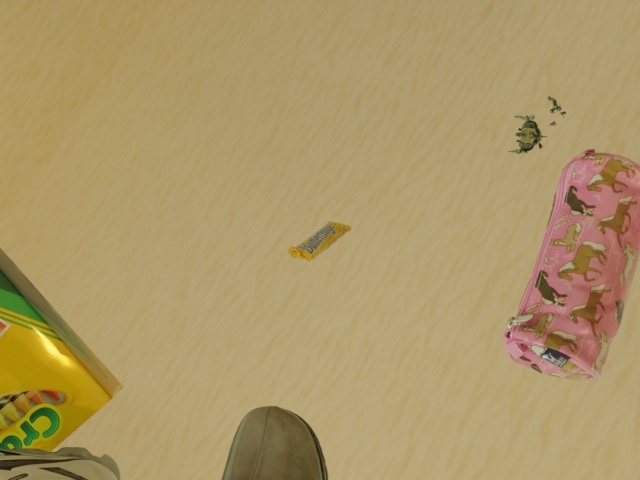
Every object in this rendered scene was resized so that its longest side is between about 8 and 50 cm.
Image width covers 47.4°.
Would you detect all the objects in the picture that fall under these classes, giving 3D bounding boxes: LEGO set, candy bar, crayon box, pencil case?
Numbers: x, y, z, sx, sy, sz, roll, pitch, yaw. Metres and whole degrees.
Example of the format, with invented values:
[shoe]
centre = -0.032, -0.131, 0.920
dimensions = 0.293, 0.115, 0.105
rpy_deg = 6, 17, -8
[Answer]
[LEGO set]
centre = 0.261, -0.133, 0.878
dimensions = 0.083, 0.054, 0.023
rpy_deg = -28, 158, 38
[candy bar]
centre = 0.000, 0.000, 1.062
dimensions = 0.040, 0.018, 0.161
rpy_deg = 17, -158, 18
[crayon box]
centre = -0.535, 0.225, 1.057
dimensions = 0.313, 0.363, 0.106
rpy_deg = 49, 175, -1
[pencil case]
centre = 0.443, 0.042, 1.240
dimensions = 0.160, 0.386, 0.167
rpy_deg = 12, 162, 41

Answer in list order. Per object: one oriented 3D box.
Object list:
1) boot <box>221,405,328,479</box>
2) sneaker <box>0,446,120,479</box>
[boot]
centre = -0.059, 0.206, 0.474
dimensions = 0.083, 0.246, 0.161
rpy_deg = -1, 147, 17
[sneaker]
centre = -0.393, 0.305, 0.839
dimensions = 0.331, 0.122, 0.146
rpy_deg = 2, -175, -21
